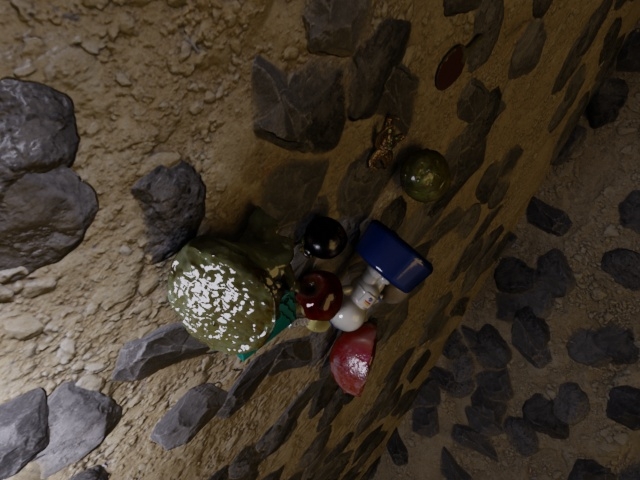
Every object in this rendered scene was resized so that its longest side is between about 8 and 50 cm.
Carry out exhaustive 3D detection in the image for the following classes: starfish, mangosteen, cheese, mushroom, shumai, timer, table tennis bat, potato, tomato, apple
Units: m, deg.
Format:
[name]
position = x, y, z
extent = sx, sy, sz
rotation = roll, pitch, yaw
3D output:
[starfish]
position = 0.198, -0.289, 1.567
extent = 0.150, 0.053, 0.210
rotation = -33, 150, -11
[mangosteen]
position = 0.000, 0.000, 1.500
extent = 0.151, 0.137, 0.137
rotation = -29, 160, 26
[cheese]
position = -0.028, 0.277, 1.791
extent = 0.255, 0.050, 0.127
rotation = -2, 121, -53
[mushroom]
position = 0.276, 0.131, 1.971
extent = 0.226, 0.178, 0.226
rotation = 17, 90, -88
[shumai]
position = -0.194, 0.089, 1.261
extent = 0.288, 0.292, 0.330
rotation = -75, -177, -54
[timer]
position = 0.167, 0.149, 1.756
extent = 0.383, 0.270, 0.270
rotation = -49, 150, 4
[table tennis bat]
position = 0.444, -0.579, 1.637
extent = 0.234, 0.022, 0.131
rotation = -47, 148, -10
[potato]
position = 0.362, -0.221, 1.764
extent = 0.176, 0.141, 0.298
rotation = -46, 158, 10
[tomato]
position = 0.125, 0.462, 2.077
extent = 0.309, 0.170, 0.309
rotation = 11, 90, -88
[apple]
position = 0.003, 0.184, 1.645
extent = 0.158, 0.147, 0.156
rotation = 56, 39, -50

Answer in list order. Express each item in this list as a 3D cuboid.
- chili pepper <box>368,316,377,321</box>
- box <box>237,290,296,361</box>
[chili pepper]
position = 0.201, 0.384, 2.237
extent = 0.118, 0.035, 0.055
rotation = -37, 134, -10
[box]
position = -0.170, 0.253, 1.573
extent = 0.226, 0.042, 0.161
rotation = -36, 146, -28
